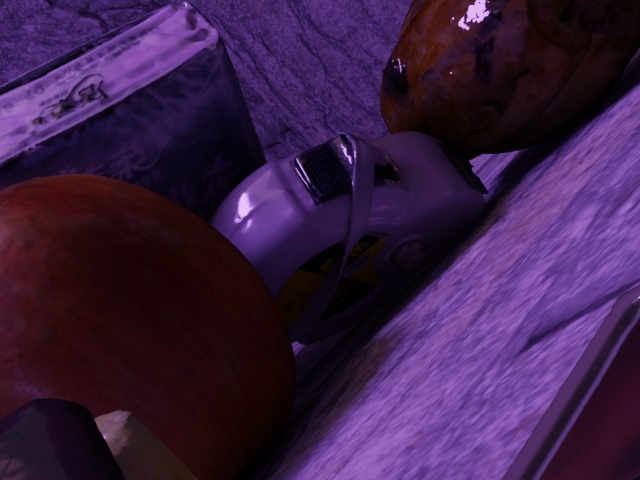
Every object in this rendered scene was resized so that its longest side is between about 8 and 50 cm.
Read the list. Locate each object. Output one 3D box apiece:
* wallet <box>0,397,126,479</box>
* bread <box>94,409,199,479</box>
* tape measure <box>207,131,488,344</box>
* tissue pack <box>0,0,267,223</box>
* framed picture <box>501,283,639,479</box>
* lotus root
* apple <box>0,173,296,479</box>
[{"bbox_3d":[-0.127,0.165,0.466,0.182,0.049,0.229,-41,35,-5],"label":"wallet"},{"bbox_3d":[-0.094,0.151,0.608,0.111,0.114,0.129,-32,12,38],"label":"bread"},{"bbox_3d":[0.000,0.000,1.095,0.236,0.120,0.197,-44,-31,20],"label":"tape measure"},{"bbox_3d":[-0.156,-0.002,1.162,0.259,0.361,0.122,-32,45,-13],"label":"tissue pack"},{"bbox_3d":[0.099,0.052,0.311,0.211,0.020,0.289,-40,3,46],"label":"framed picture"},{"bbox_3d":[0.151,-0.156,1.172,0.193,0.193,0.291,-44,5,-31],"label":"lotus root"},{"bbox_3d":[-0.152,0.101,0.944,0.301,0.301,0.301,-43,3,2],"label":"apple"}]
